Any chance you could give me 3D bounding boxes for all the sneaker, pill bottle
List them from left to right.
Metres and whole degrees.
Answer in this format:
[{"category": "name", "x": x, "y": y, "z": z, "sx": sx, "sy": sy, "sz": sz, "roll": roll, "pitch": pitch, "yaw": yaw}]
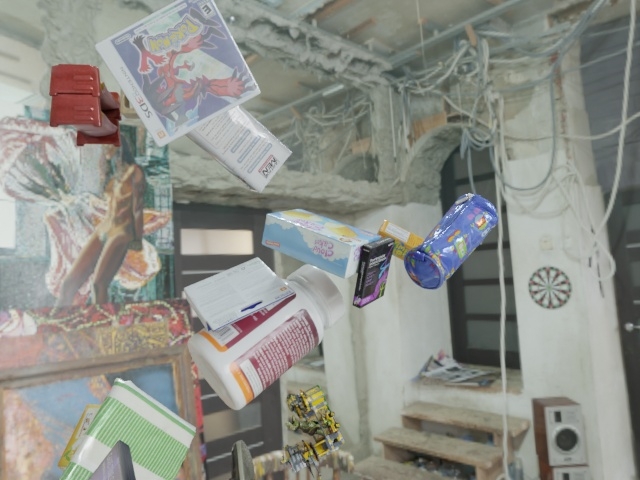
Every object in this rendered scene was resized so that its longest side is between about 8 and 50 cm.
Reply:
[{"category": "sneaker", "x": -0.227, "y": 0.616, "z": 1.191, "sx": 0.118, "sy": 0.222, "sz": 0.083, "roll": -16, "pitch": -33, "yaw": 7}, {"category": "pill bottle", "x": -0.134, "y": 0.244, "z": 1.308, "sx": 0.392, "sy": 0.224, "sz": 0.224, "roll": -34, "pitch": 11, "yaw": -28}]

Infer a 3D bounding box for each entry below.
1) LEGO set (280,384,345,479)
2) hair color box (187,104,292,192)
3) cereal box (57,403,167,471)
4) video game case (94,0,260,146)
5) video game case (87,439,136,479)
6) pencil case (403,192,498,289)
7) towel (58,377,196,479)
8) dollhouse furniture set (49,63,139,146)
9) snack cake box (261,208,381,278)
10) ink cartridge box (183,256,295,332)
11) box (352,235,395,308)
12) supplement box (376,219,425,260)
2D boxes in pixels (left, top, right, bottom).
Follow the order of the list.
[{"category": "LEGO set", "x": -0.063, "y": 0.622, "z": 1.566, "sx": 0.192, "sy": 0.255, "sz": 0.331, "roll": -21, "pitch": -14, "yaw": -18}, {"category": "hair color box", "x": -0.299, "y": -0.348, "z": 1.622, "sx": 0.374, "sy": 0.185, "sz": 0.113, "roll": 40, "pitch": -7, "yaw": -24}, {"category": "cereal box", "x": -0.532, "y": 0.519, "z": 1.266, "sx": 0.240, "sy": 0.173, "sz": 0.047, "roll": 0, "pitch": -48, "yaw": 10}, {"category": "video game case", "x": -0.230, "y": -0.281, "z": 0.800, "sx": 0.201, "sy": 0.183, "sz": 0.023, "roll": -29, "pitch": 23, "yaw": -1}, {"category": "video game case", "x": -0.339, "y": 0.405, "z": 0.614, "sx": 0.026, "sy": 0.274, "sz": 0.196, "roll": 42, "pitch": -21, "yaw": -14}, {"category": "pencil case", "x": 0.344, "y": -0.008, "z": 1.265, "sx": 0.306, "sy": 0.133, "sz": 0.119, "roll": -41, "pitch": 32, "yaw": -28}, {"category": "towel", "x": -0.384, "y": 0.464, "z": 0.928, "sx": 0.038, "sy": 0.325, "sz": 0.248, "roll": -11, "pitch": -49, "yaw": 30}, {"category": "dollhouse furniture set", "x": -0.469, "y": -0.340, "z": 1.249, "sx": 0.374, "sy": 0.152, "sz": 0.201, "roll": -1, "pitch": -3, "yaw": -6}, {"category": "snack cake box", "x": 0.000, "y": 0.000, "z": 1.243, "sx": 0.264, "sy": 0.089, "sz": 0.152, "roll": 21, "pitch": 18, "yaw": 29}, {"category": "ink cartridge box", "x": -0.204, "y": 0.142, "z": 1.220, "sx": 0.223, "sy": 0.045, "sz": 0.224, "roll": -23, "pitch": 33, "yaw": -23}, {"category": "box", "x": 0.133, "y": 0.077, "z": 1.200, "sx": 0.029, "sy": 0.162, "sz": 0.116, "roll": 20, "pitch": 24, "yaw": 33}, {"category": "supplement box", "x": 0.298, "y": 0.024, "z": 1.638, "sx": 0.233, "sy": 0.078, "sz": 0.080, "roll": 28, "pitch": 42, "yaw": 6}]
